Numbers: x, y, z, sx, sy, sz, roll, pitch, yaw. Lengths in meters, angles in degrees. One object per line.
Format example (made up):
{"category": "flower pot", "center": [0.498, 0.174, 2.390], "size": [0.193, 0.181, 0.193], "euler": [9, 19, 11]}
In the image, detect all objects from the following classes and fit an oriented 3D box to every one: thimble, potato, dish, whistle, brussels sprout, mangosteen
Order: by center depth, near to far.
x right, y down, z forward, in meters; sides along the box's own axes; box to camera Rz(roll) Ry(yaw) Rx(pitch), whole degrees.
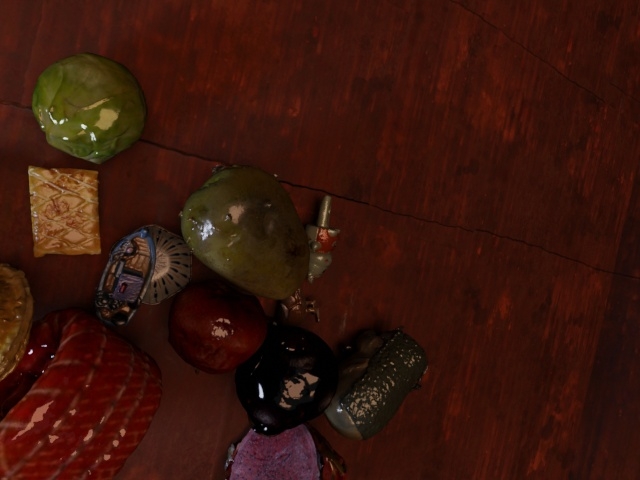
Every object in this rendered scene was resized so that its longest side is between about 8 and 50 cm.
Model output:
{"category": "thimble", "center": [-0.510, 0.317, 0.786], "size": [0.350, 0.350, 0.230], "euler": [-45, 126, -15]}
{"category": "brussels sprout", "center": [-0.466, -0.273, 0.837], "size": [0.223, 0.161, 0.223], "euler": [-1, 91, -33]}
{"category": "dish", "center": [-0.398, 0.053, 0.962], "size": [0.191, 0.066, 0.190], "euler": [-5, 103, -23]}
{"category": "potato", "center": [-0.157, -0.017, 0.998], "size": [0.359, 0.219, 0.269], "euler": [47, 69, -34]}
{"category": "mangosteen", "center": [-0.095, 0.356, 1.029], "size": [0.233, 0.288, 0.287], "euler": [33, 81, -19]}
{"category": "whistle", "center": [-0.001, 0.000, 1.140], "size": [0.106, 0.102, 0.253], "euler": [8, 97, -20]}

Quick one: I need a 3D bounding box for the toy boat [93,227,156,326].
{"category": "toy boat", "center": [-0.413, 0.077, 0.870], "size": [0.100, 0.097, 0.223], "euler": [19, 94, -29]}

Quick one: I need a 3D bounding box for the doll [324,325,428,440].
{"category": "doll", "center": [0.148, 0.403, 1.200], "size": [0.350, 0.247, 0.247], "euler": [-36, 111, -16]}

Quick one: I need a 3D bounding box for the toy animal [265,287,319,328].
{"category": "toy animal", "center": [-0.095, 0.179, 1.126], "size": [0.179, 0.089, 0.188], "euler": [-1, 108, -14]}

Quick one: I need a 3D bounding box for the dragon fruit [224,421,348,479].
{"category": "dragon fruit", "center": [-0.065, 0.662, 1.094], "size": [0.296, 0.314, 0.262], "euler": [-40, 128, -9]}

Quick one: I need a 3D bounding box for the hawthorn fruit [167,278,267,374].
{"category": "hawthorn fruit", "center": [-0.255, 0.226, 0.991], "size": [0.230, 0.210, 0.266], "euler": [18, 121, -11]}

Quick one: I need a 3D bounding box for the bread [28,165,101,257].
{"category": "bread", "center": [-0.542, -0.061, 0.875], "size": [0.126, 0.068, 0.188], "euler": [-2, 97, -27]}

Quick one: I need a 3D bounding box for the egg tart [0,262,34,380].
{"category": "egg tart", "center": [-0.674, 0.152, 0.710], "size": [0.319, 0.319, 0.128], "euler": [-39, 153, -18]}
